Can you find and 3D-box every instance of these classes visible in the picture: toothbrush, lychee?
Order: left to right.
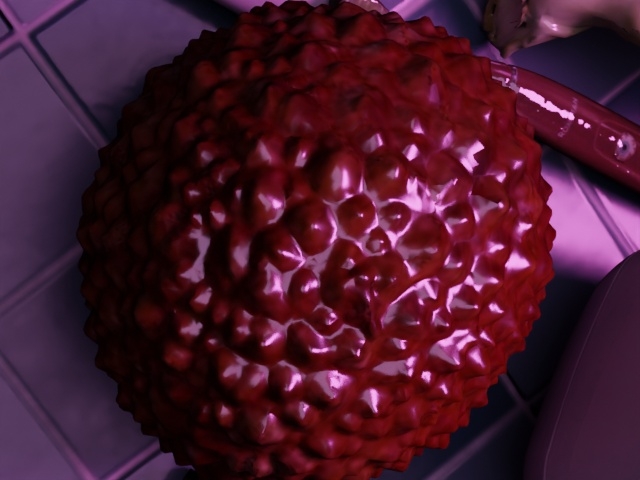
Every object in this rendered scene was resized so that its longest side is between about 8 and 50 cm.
[{"bbox_3d":[0.000,0.000,0.803,0.264,0.264,0.300,42,35,-13],"label":"lychee"},{"bbox_3d":[0.159,-0.074,0.926,0.364,0.041,0.040,25,83,-24],"label":"toothbrush"}]

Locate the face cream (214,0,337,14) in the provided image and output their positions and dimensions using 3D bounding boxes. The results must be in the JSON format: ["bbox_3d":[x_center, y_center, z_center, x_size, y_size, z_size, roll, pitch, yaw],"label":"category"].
[{"bbox_3d":[-0.088,-0.236,0.861,0.291,0.071,0.144,29,85,-14],"label":"face cream"}]

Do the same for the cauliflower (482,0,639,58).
[{"bbox_3d":[0.272,-0.183,0.870,0.281,0.260,0.327,-3,53,-19],"label":"cauliflower"}]

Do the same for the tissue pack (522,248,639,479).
[{"bbox_3d":[0.293,0.146,0.901,0.333,0.236,0.229,28,74,-15],"label":"tissue pack"}]

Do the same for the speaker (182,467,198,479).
[{"bbox_3d":[-0.005,0.227,0.902,0.218,0.044,0.082,34,81,-14],"label":"speaker"}]
